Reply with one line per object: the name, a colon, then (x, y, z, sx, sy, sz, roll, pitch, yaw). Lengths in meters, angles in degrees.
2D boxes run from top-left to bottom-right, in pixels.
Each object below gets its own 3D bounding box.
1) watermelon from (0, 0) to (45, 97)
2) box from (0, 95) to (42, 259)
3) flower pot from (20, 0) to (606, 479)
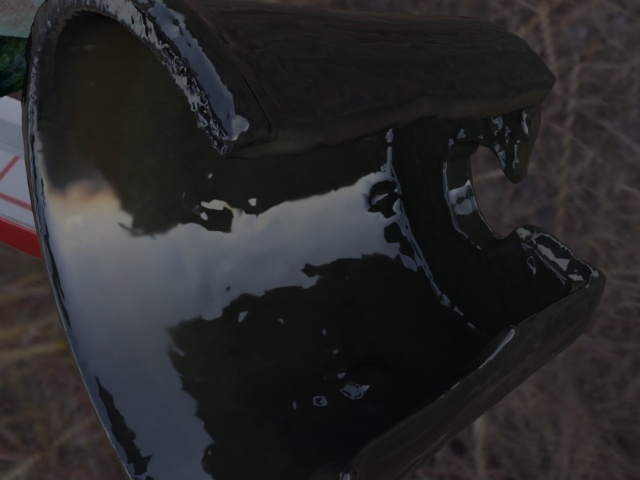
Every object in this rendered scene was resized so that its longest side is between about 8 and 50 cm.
watermelon: (-0.290, -0.166, 1.355, 0.207, 0.136, 0.202, -16, 48, 23)
box: (-0.216, -0.040, 1.482, 0.229, 0.050, 0.123, 22, 57, 22)
flower pot: (0.000, 0.000, 1.043, 0.379, 0.251, 0.379, 42, 142, 44)
